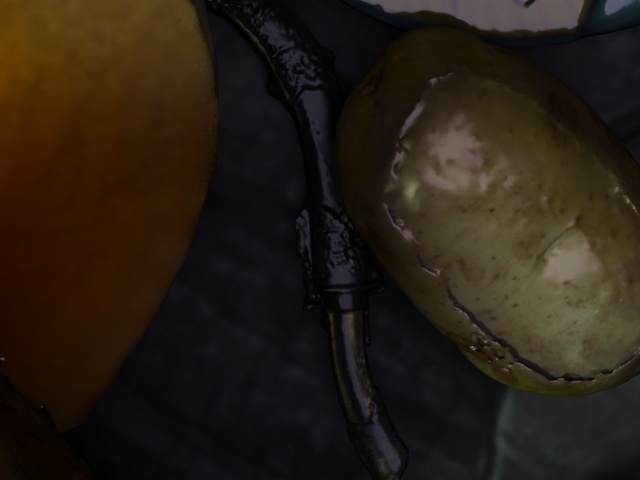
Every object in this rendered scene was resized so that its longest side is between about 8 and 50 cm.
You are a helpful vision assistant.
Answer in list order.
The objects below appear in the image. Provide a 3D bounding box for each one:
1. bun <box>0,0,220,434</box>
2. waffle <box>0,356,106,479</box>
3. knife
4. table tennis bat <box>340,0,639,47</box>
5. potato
[{"bbox_3d":[-0.190,-0.041,0.638,0.299,0.165,0.299,-22,133,-26],"label":"bun"},{"bbox_3d":[-0.161,0.146,0.623,0.224,0.327,0.098,-32,61,-5],"label":"waffle"},{"bbox_3d":[0.006,-0.003,0.762,0.046,0.021,0.222,-19,96,-6],"label":"knife"},{"bbox_3d":[0.106,-0.172,0.744,0.329,0.044,0.215,21,94,-9],"label":"table tennis bat"},{"bbox_3d":[0.077,-0.008,0.740,0.170,0.080,0.107,42,87,-19],"label":"potato"}]
